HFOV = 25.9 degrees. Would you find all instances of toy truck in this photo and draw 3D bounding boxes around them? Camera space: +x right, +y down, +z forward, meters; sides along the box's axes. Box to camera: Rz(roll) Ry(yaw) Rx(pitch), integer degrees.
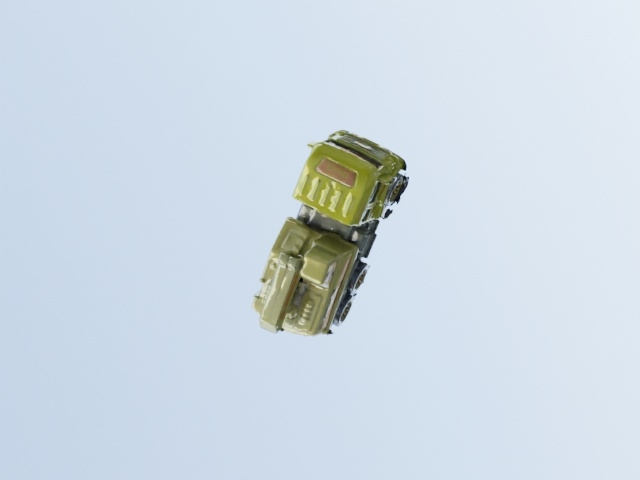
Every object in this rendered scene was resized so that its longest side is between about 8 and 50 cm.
[{"bbox_3d":[0.000,0.000,1.803,0.272,0.124,0.157,-67,-14,16],"label":"toy truck"}]
